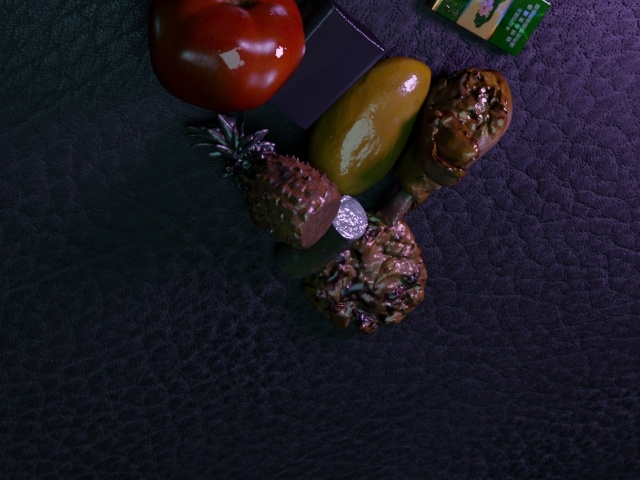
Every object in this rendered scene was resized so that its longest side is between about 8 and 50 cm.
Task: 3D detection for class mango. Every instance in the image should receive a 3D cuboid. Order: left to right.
[{"bbox_3d":[0.089,-0.238,1.843,0.195,0.142,0.331,18,107,-30],"label":"mango"}]

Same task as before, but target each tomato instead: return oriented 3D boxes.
[{"bbox_3d":[-0.180,-0.358,1.602,0.299,0.298,0.226,7,146,-20],"label":"tomato"}]

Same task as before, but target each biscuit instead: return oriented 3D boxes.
[{"bbox_3d":[0.107,0.086,2.079,0.289,0.081,0.334,-32,123,3],"label":"biscuit"}]

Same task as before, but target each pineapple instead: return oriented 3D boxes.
[{"bbox_3d":[-0.123,-0.134,1.784,0.340,0.169,0.169,38,110,14],"label":"pineapple"}]

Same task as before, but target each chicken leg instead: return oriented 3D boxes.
[{"bbox_3d":[0.240,-0.172,1.866,0.182,0.295,0.409,35,119,-12],"label":"chicken leg"}]

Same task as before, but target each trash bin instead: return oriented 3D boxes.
[{"bbox_3d":[-0.012,-0.354,1.756,0.165,0.115,0.225,34,110,-31],"label":"trash bin"}]

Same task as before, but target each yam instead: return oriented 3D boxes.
[{"bbox_3d":[0.000,0.000,1.933,0.106,0.106,0.259,16,151,-25],"label":"yam"}]

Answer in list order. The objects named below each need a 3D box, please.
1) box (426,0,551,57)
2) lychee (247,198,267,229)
[{"bbox_3d":[0.346,-0.481,1.824,0.235,0.034,0.132,22,113,-27],"label":"box"},{"bbox_3d":[-0.097,-0.081,1.908,0.114,0.140,0.101,17,127,18],"label":"lychee"}]
